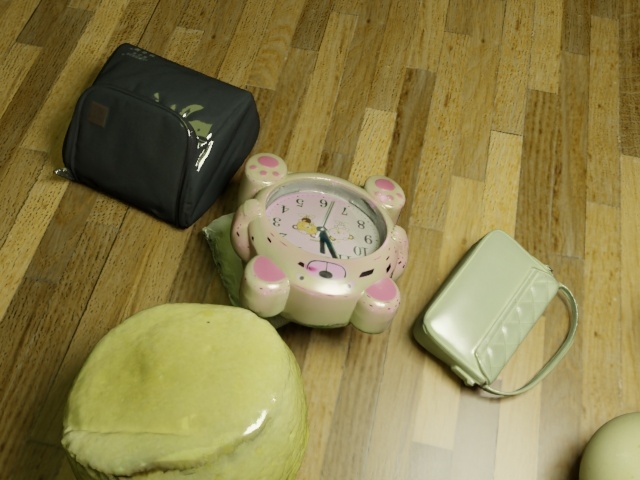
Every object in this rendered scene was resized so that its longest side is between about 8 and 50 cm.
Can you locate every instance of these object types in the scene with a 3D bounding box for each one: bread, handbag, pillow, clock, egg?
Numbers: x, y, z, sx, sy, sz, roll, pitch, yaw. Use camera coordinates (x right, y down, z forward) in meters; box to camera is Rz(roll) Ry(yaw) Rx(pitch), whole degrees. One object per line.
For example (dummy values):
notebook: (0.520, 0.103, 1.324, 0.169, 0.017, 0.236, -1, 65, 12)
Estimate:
bread: (-0.176, 0.244, 0.865, 0.321, 0.237, 0.320, 0, 52, -1)
handbag: (0.294, 0.127, 1.029, 0.219, 0.079, 0.256, 41, 68, 7)
handbag: (-0.297, -0.192, 1.123, 0.302, 0.177, 0.275, 25, 64, 12)
pillow: (-0.110, 0.047, 1.070, 0.128, 0.051, 0.229, -19, 65, -9)
clock: (0.000, 0.000, 1.008, 0.284, 0.114, 0.309, 11, 40, -10)
egg: (0.441, 0.343, 0.832, 0.189, 0.188, 0.253, 15, 37, 7)
